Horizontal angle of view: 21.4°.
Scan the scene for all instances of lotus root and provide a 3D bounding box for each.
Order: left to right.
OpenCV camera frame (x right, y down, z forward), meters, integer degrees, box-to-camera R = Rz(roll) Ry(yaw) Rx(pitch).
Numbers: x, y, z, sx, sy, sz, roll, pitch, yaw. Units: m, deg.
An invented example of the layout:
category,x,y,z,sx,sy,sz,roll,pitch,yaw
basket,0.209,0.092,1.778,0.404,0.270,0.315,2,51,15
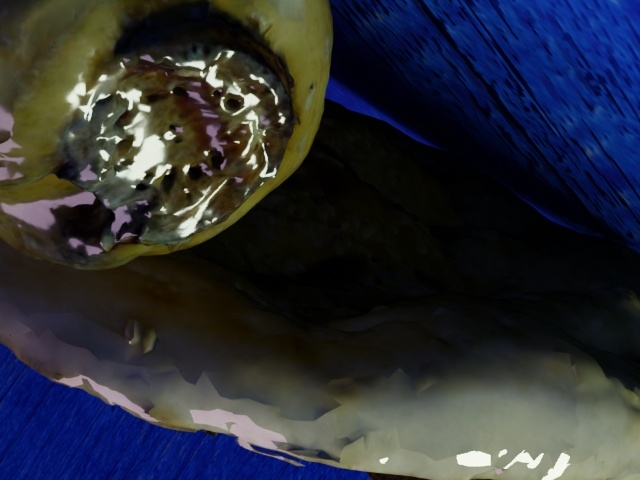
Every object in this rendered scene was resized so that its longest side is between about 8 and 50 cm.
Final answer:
category,x,y,z,sx,sy,sz,roll,pitch,yaw
lotus root,-0.104,-0.094,0.534,0.278,0.154,0.154,36,180,44

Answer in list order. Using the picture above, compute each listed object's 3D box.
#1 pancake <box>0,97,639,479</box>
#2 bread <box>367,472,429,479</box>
category,x,y,z,sx,sy,sz,roll,pitch,yaw
pancake,-0.001,0.000,0.692,0.387,0.082,0.387,20,-162,-7
bread,0.240,0.253,1.637,0.416,0.113,0.165,15,-169,-43
